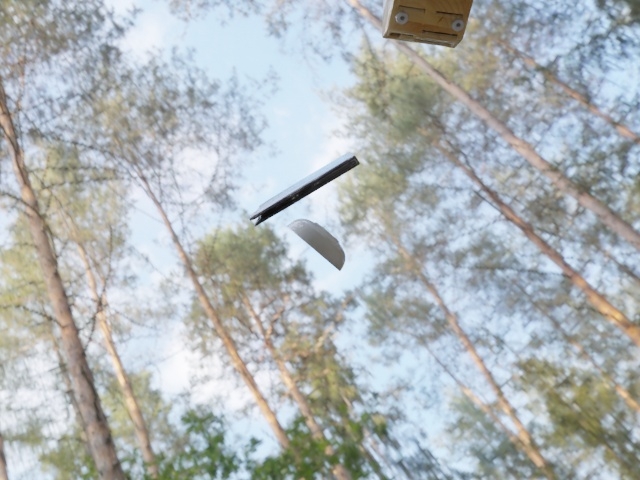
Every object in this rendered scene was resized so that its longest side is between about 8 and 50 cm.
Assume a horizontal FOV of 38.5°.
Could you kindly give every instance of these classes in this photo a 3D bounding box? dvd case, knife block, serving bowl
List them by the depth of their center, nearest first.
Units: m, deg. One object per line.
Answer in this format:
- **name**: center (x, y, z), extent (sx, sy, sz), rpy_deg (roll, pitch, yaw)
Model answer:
- **knife block**: center (0.123, -0.385, 1.029), extent (0.088, 0.242, 0.275), rpy_deg (6, -60, -10)
- **serving bowl**: center (0.000, 0.000, 1.088), extent (0.027, 0.083, 0.083), rpy_deg (-50, -48, 0)
- **dvd case**: center (-0.022, -0.078, 1.317), extent (0.165, 0.221, 0.018), rpy_deg (-30, -84, 3)
